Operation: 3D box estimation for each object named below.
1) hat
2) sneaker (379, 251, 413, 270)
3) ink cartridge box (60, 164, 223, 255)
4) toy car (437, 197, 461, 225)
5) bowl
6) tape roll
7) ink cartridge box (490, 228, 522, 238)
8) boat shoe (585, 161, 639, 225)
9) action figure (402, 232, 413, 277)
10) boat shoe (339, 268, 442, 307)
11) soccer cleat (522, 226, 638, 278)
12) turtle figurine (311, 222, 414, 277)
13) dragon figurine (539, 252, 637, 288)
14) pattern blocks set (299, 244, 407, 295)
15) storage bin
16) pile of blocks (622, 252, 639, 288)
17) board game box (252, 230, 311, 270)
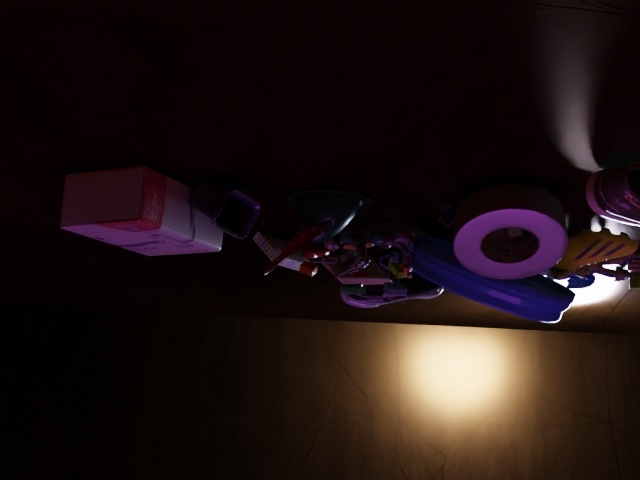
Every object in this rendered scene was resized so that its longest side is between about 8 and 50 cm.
[{"bbox_3d":[0.000,0.000,1.553,0.208,0.184,0.173,2,168,4],"label":"hat"},{"bbox_3d":[0.226,0.058,2.070,0.059,0.053,0.144,17,160,-42],"label":"sneaker"},{"bbox_3d":[-0.358,-0.054,1.536,0.207,0.117,0.283,-4,166,26],"label":"ink cartridge box"},{"bbox_3d":[0.306,-0.058,1.542,0.122,0.060,0.040,9,-161,1],"label":"toy car"},{"bbox_3d":[0.398,0.090,1.749,0.391,0.077,0.391,18,-171,-3],"label":"bowl"},{"bbox_3d":[0.374,-0.015,1.470,0.219,0.072,0.219,4,140,4],"label":"tape roll"},{"bbox_3d":[0.394,-0.006,1.658,0.089,0.092,0.143,-5,165,30],"label":"ink cartridge box"},{"bbox_3d":[0.632,-0.067,1.303,0.324,0.117,0.096,12,168,-15],"label":"boat shoe"},{"bbox_3d":[0.218,0.036,1.828,0.030,0.115,0.038,-6,165,33],"label":"action figure"},{"bbox_3d":[0.228,0.129,2.298,0.335,0.121,0.119,-6,161,-10],"label":"boat shoe"},{"bbox_3d":[0.585,0.031,1.720,0.289,0.121,0.093,2,168,6],"label":"soccer cleat"},{"bbox_3d":[0.095,0.015,1.750,0.234,0.118,0.175,-7,-172,-4],"label":"turtle figurine"},{"bbox_3d":[0.649,0.075,1.887,0.289,0.085,0.144,-13,160,43],"label":"dragon figurine"},{"bbox_3d":[0.086,0.075,1.878,0.285,0.026,0.325,4,-164,-7],"label":"pattern blocks set"},{"bbox_3d":[-0.197,-0.075,1.506,0.091,0.098,0.135,27,179,25],"label":"storage bin"},{"bbox_3d":[0.888,0.087,1.934,0.148,0.113,0.362,3,167,-1],"label":"pile of blocks"},{"bbox_3d":[-0.096,0.032,1.930,0.103,0.026,0.154,47,-165,32],"label":"board game box"}]
